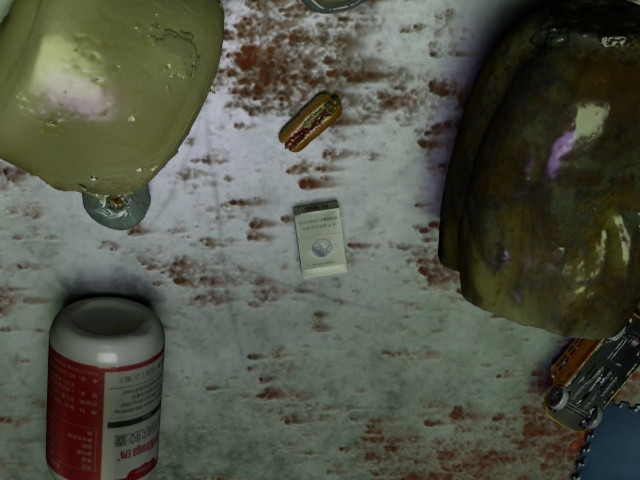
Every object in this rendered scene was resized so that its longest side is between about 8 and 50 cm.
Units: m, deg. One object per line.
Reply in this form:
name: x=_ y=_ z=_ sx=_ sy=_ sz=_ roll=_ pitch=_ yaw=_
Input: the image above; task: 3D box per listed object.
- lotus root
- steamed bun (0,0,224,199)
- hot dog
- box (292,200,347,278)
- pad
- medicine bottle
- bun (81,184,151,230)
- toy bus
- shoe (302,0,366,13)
lotus root: x=0.263 y=-0.089 z=1.682 sx=0.250 sy=0.250 sz=0.346 roll=5 pitch=121 yaw=-9
steamed bun: x=-0.220 y=-0.176 z=1.612 sx=0.232 sy=0.166 sz=0.273 roll=28 pitch=100 yaw=-18
hot dog: x=-0.009 y=-0.129 z=1.750 sx=0.037 sy=0.021 sz=0.083 roll=40 pitch=106 yaw=-22
box: x=0.000 y=0.000 z=1.809 sx=0.054 sy=0.024 sz=0.083 roll=-9 pitch=114 yaw=-5
pad: x=0.438 y=0.340 z=2.013 sx=0.269 sy=0.012 sz=0.269 roll=13 pitch=109 yaw=-9
medicine bottle: x=-0.247 y=0.198 z=1.812 sx=0.131 sy=0.131 sz=0.250 roll=2 pitch=114 yaw=-8
bun: x=-0.225 y=-0.049 z=1.747 sx=0.083 sy=0.045 sz=0.083 roll=-4 pitch=113 yaw=-10
toy bus: x=0.329 y=0.147 z=1.889 sx=0.069 sy=0.074 sz=0.162 roll=30 pitch=106 yaw=-26
shoe: x=0.086 y=-0.308 z=1.636 sx=0.251 sy=0.100 sz=0.103 roll=-29 pitch=114 yaw=10
